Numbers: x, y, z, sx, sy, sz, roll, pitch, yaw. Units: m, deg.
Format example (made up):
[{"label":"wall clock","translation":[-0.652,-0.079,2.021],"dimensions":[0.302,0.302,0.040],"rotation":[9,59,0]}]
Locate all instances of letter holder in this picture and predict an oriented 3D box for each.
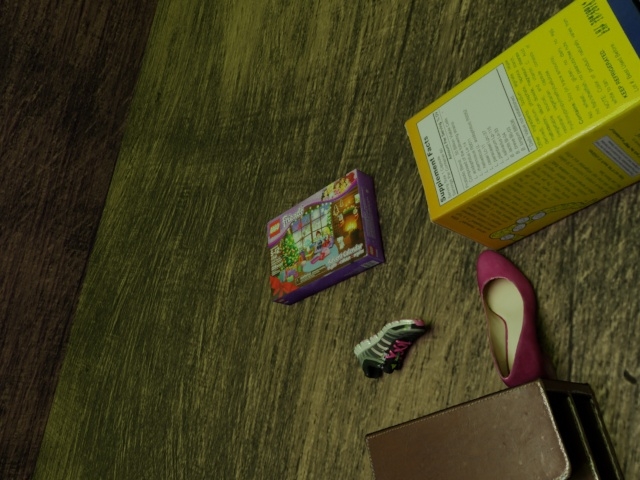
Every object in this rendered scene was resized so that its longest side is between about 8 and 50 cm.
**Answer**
[{"label":"letter holder","translation":[0.238,0.341,0.819],"dimensions":[0.302,0.152,0.214],"rotation":[-32,56,36]}]

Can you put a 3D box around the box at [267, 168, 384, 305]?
[{"label":"box","translation":[0.000,0.000,1.280],"dimensions":[0.293,0.057,0.201],"rotation":[-29,55,38]}]

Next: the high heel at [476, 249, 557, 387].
[{"label":"high heel","translation":[0.270,0.110,0.893],"dimensions":[0.082,0.117,0.244],"rotation":[-33,53,36]}]

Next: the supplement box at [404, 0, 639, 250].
[{"label":"supplement box","translation":[0.333,-0.161,0.867],"dimensions":[0.356,0.195,0.194],"rotation":[-32,54,36]}]

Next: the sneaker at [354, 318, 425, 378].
[{"label":"sneaker","translation":[0.129,0.197,1.061],"dimensions":[0.170,0.063,0.075],"rotation":[-40,49,38]}]
